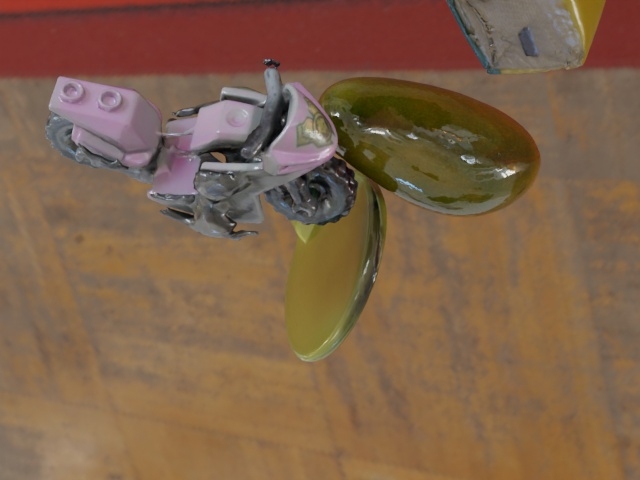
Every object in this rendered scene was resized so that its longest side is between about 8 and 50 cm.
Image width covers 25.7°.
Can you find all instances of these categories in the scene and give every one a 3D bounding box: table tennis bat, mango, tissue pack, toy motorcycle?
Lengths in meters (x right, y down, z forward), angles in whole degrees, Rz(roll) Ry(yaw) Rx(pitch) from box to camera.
[{"bbox_3d":[0.000,0.000,1.669,0.054,0.368,0.224,18,111,-22],"label":"table tennis bat"},{"bbox_3d":[0.113,-0.109,1.543,0.289,0.146,0.129,22,132,-27],"label":"mango"},{"bbox_3d":[0.216,-0.321,1.395,0.134,0.271,0.192,-5,138,36],"label":"tissue pack"},{"bbox_3d":[-0.116,-0.104,1.409,0.327,0.143,0.188,14,151,-1],"label":"toy motorcycle"}]
